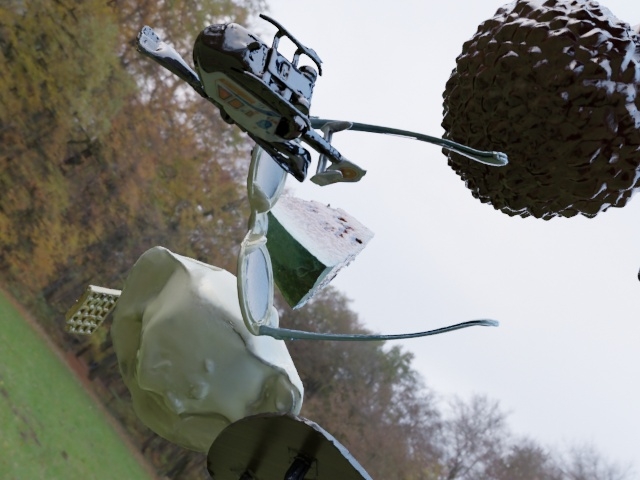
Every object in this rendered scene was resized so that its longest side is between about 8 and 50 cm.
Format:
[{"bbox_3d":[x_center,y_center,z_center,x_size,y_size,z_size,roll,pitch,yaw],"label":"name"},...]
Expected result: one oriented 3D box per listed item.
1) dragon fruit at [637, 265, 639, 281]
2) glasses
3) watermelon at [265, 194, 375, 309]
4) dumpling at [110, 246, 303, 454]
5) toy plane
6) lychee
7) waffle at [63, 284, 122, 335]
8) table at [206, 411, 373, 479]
[{"bbox_3d":[0.305,0.003,0.443,0.133,0.136,0.166,23,-22,36],"label":"dragon fruit"},{"bbox_3d":[0.022,-0.012,0.483,0.221,0.189,0.088,1,-9,40],"label":"glasses"},{"bbox_3d":[0.000,0.000,0.930,0.154,0.241,0.094,51,-61,19],"label":"watermelon"},{"bbox_3d":[-0.213,0.215,1.117,0.395,0.315,0.233,37,17,13],"label":"dumpling"},{"bbox_3d":[-0.029,-0.091,0.445,0.078,0.053,0.197,-11,-31,39],"label":"toy plane"},{"bbox_3d":[0.271,-0.151,0.704,0.264,0.264,0.300,52,-49,3],"label":"lychee"},{"bbox_3d":[-0.501,0.153,1.378,0.092,0.135,0.021,21,26,-53],"label":"waffle"},{"bbox_3d":[-0.078,0.393,0.761,0.317,0.249,0.317,18,-46,19],"label":"table"}]
